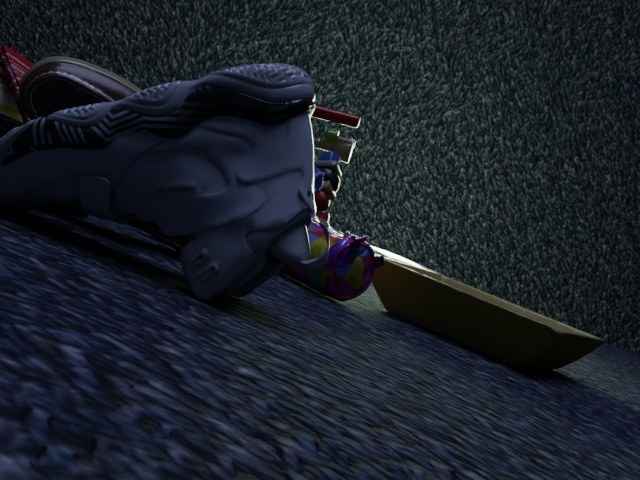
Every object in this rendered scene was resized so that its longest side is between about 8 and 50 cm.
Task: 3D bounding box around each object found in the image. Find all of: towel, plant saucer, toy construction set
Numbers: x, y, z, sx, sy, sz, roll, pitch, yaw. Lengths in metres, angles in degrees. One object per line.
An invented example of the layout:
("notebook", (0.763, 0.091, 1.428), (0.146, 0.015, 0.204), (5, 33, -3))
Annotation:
("towel", (-0.399, -0.172, 1.307), (0.199, 0.031, 0.275), (35, 19, -55))
("plant saucer", (0.261, 0.128, 1.372), (0.333, 0.081, 0.333), (23, 3, 30))
("toy construction set", (-0.079, -0.114, 1.580), (0.237, 0.308, 0.257), (16, -6, 4))

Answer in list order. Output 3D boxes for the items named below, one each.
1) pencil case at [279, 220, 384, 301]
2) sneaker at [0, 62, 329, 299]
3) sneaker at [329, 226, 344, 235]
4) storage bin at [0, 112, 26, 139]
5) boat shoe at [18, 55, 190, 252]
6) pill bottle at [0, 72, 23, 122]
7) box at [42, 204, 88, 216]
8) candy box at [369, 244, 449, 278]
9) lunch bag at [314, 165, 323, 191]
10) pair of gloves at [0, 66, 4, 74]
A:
("pencil case", (-0.015, 0.014, 1.277), (0.104, 0.104, 0.236), (18, 1, -43))
("sneaker", (-0.166, -0.034, 0.844), (0.366, 0.210, 0.137), (-14, -5, 11))
("sneaker", (0.000, 0.001, 1.885), (0.282, 0.102, 0.161), (36, 8, 36))
("storage bin", (-0.489, -0.147, 1.098), (0.122, 0.084, 0.180), (22, 4, 36))
("boat shoe", (-0.208, -0.077, 0.992), (0.342, 0.123, 0.123), (45, 11, -23))
("pill bottle", (-0.519, -0.198, 1.355), (0.136, 0.136, 0.246), (22, 2, 17))
("box", (-0.322, -0.070, 1.045), (0.052, 0.062, 0.083), (23, 3, 25))
("candy box", (0.175, 0.072, 1.957), (0.165, 0.070, 0.196), (19, 3, -25))
("lunch bag", (-0.152, -0.089, 1.338), (0.221, 0.138, 0.293), (-25, 39, -28))
("pair of gloves", (-0.548, -0.233, 1.517), (0.240, 0.042, 0.204), (-28, -23, 27))
